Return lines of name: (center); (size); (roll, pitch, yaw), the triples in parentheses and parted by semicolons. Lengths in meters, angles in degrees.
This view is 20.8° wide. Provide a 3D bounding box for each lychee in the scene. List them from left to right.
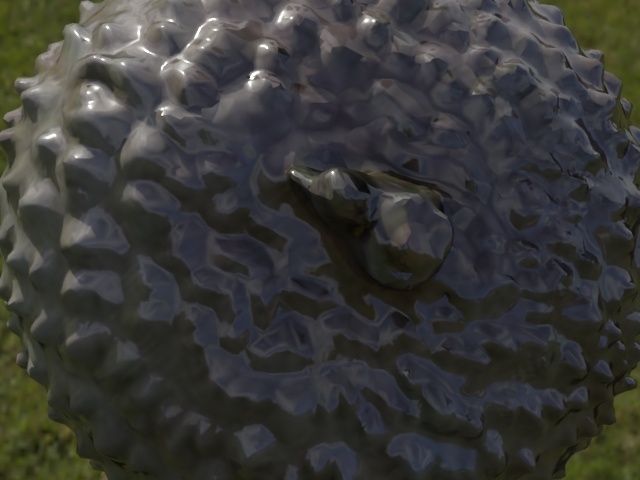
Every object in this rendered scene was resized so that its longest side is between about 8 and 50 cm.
lychee: (0.000, 0.000, 1.003); (0.380, 0.380, 0.432); (11, -3, -7)

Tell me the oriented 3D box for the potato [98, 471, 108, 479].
potato: (-0.008, 0.323, 1.600); (0.319, 0.442, 0.385); (21, -1, -33)
